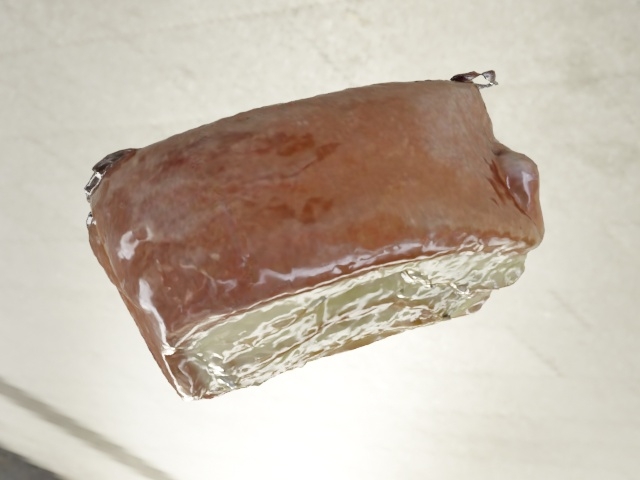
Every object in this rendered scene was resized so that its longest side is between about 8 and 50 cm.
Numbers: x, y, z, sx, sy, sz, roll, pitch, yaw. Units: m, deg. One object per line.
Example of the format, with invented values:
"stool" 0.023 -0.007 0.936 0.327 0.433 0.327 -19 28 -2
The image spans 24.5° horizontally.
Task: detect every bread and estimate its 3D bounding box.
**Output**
"bread" 0.000 -0.005 0.784 0.244 0.123 0.190 -21 159 -1
